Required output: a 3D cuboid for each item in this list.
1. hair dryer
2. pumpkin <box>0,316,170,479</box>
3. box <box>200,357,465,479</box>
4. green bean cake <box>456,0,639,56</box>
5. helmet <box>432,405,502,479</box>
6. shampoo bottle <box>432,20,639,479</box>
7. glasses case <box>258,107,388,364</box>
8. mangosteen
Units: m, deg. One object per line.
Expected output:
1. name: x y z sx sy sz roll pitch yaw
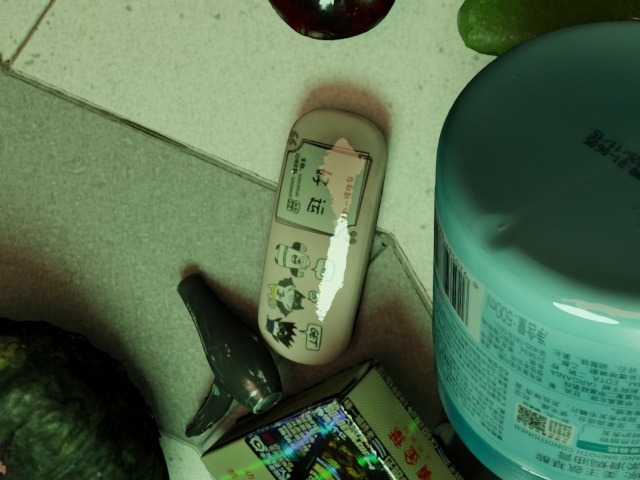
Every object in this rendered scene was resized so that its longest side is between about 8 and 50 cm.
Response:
1. hair dryer: -0.142 0.174 1.335 0.195 0.075 0.219 52 133 26
2. pumpkin: -0.406 0.307 1.302 0.454 0.344 0.454 5 105 20
3. box: 0.009 0.276 1.248 0.198 0.084 0.310 54 139 -4
4. green bean cake: 0.273 -0.266 1.036 0.248 0.125 0.222 26 111 32
5. helmet: 0.233 0.215 1.175 0.216 0.193 0.189 -12 121 18
6. shampoo bottle: 0.265 0.029 0.967 0.331 0.331 0.343 8 145 13
7. glasses case: 0.000 0.000 1.242 0.122 0.075 0.314 15 110 11
8. mangosteen: 0.013 -0.277 1.134 0.152 0.152 0.152 4 107 14
